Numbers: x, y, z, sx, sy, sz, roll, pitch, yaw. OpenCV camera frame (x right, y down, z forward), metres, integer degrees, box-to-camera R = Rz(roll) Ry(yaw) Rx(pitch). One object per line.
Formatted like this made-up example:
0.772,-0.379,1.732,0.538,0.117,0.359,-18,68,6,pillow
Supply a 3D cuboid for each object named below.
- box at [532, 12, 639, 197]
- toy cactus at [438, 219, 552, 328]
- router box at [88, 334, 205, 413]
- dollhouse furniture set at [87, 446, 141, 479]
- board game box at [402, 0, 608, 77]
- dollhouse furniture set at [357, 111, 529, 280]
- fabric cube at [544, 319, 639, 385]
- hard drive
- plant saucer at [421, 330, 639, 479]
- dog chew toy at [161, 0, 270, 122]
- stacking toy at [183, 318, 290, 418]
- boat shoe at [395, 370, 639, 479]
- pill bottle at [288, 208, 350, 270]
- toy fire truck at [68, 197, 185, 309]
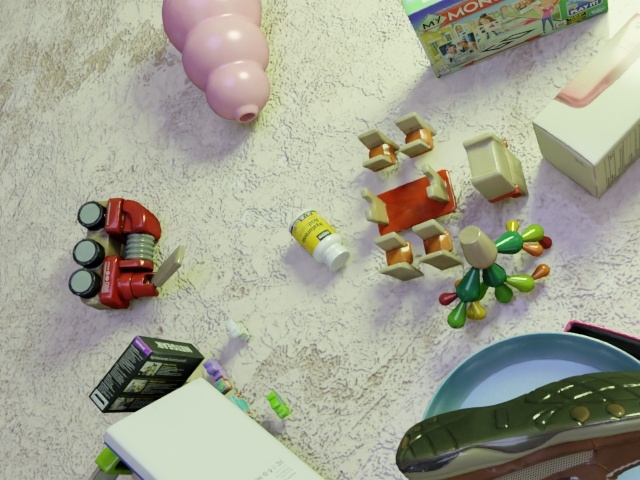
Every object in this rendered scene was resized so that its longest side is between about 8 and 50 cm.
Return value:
0.465,-0.207,1.117,0.232,0.148,0.127,-46,62,3,box
0.263,0.034,1.118,0.219,0.180,0.112,-39,42,2,toy cactus
-0.294,0.234,1.230,0.046,0.179,0.133,40,93,23,router box
-0.239,0.478,1.171,0.301,0.197,0.151,33,86,29,dollhouse furniture set
0.318,-0.403,1.207,0.317,0.213,0.046,-19,67,17,board game box
0.207,-0.082,1.223,0.259,0.135,0.262,-20,66,29,dollhouse furniture set
0.414,0.279,0.920,0.254,0.258,0.259,19,82,28,fabric cube
-0.157,0.360,1.131,0.319,0.210,0.040,32,122,26,hard drive
0.267,0.265,0.819,0.318,0.044,0.317,-7,71,21,plant saucer
-0.196,-0.391,1.443,0.207,0.206,0.331,-24,74,15,dog chew toy
-0.168,0.273,1.295,0.167,0.052,0.221,-39,64,10,stacking toy
0.247,0.230,0.762,0.324,0.122,0.119,-18,97,20,boat shoe
0.000,0.000,1.298,0.065,0.065,0.116,-46,63,4,pill bottle
-0.361,0.020,1.414,0.246,0.158,0.217,-2,72,11,toy fire truck
